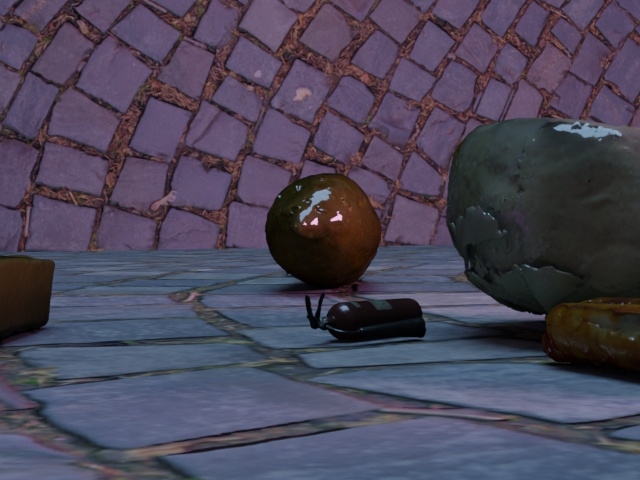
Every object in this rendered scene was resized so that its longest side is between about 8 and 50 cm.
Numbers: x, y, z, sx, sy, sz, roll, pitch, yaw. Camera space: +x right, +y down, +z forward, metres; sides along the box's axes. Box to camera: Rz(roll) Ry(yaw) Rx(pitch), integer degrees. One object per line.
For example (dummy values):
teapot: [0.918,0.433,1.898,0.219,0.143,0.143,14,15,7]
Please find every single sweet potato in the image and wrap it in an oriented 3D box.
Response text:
sweet potato: [0.005,-0.002,1.213,0.130,0.130,0.422,0,-6,0]

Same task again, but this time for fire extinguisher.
fire extinguisher: [0.034,0.055,0.662,0.100,0.032,0.046,-1,36,-43]

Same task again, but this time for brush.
brush: [-0.259,0.038,0.667,0.123,0.059,0.197,3,2,2]

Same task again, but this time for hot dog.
hot dog: [0.170,0.049,0.503,0.062,0.038,0.144,-5,2,-38]

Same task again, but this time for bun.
bun: [0.193,-0.005,0.681,0.239,0.141,0.239,6,1,0]
